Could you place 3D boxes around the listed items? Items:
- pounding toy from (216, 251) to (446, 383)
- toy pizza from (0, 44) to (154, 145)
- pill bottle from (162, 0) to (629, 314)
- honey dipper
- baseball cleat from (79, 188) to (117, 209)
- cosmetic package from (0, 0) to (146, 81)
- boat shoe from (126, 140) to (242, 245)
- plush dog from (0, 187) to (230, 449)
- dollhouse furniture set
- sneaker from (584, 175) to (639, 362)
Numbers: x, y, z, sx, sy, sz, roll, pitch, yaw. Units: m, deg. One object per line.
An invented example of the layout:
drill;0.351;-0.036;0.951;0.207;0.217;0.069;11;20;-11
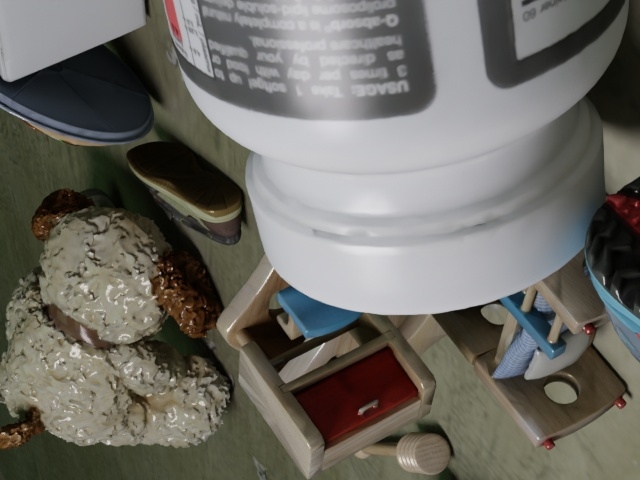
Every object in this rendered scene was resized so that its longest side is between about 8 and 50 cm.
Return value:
pounding toy;0.000;0.000;1.047;0.155;0.154;0.270;49;154;34
toy pizza;-0.234;-0.136;1.407;0.201;0.201;0.032;50;120;33
pill bottle;0.024;-0.160;0.728;0.210;0.210;0.363;38;147;49
honey dipper;0.055;0.161;1.277;0.030;0.030;0.160;65;160;-3
baseball cleat;-0.253;-0.003;1.755;0.109;0.072;0.206;59;156;32
cosmetic package;-0.252;-0.291;1.326;0.224;0.138;0.225;50;154;32
boat shoe;-0.116;-0.039;1.411;0.152;0.056;0.049;38;142;49
plush dog;-0.213;0.072;1.570;0.262;0.210;0.225;29;115;21
dollhouse furniture set;0.069;0.049;0.899;0.129;0.183;0.129;52;156;28
sneaker;0.224;0.080;0.733;0.262;0.104;0.125;54;174;35
